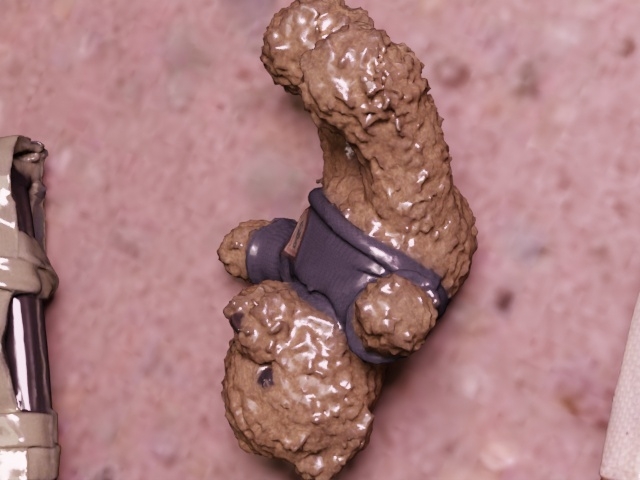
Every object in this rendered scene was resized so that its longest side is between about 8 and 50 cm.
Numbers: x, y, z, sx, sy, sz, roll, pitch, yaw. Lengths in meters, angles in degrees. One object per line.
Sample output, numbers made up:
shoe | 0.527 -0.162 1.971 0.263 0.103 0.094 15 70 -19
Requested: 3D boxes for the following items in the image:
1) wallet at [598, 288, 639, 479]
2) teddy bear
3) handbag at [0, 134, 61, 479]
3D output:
wallet | 0.301 0.050 0.631 0.335 0.068 0.275 10 87 15
teddy bear | 0.020 0.002 0.714 0.129 0.182 0.251 11 100 -17
handbag | -0.276 0.080 0.813 0.253 0.109 0.316 -8 76 14
